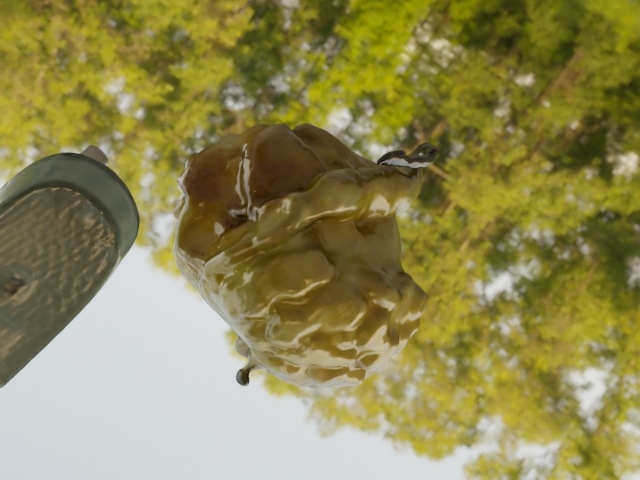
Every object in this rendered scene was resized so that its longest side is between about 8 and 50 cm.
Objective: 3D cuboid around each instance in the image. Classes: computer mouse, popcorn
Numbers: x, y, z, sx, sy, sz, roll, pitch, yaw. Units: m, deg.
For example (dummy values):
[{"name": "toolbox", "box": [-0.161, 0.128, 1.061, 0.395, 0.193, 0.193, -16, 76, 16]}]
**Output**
[{"name": "computer mouse", "box": [-0.260, 0.023, 1.040, 0.128, 0.231, 0.079, 48, -178, -16]}, {"name": "popcorn", "box": [0.000, 0.000, 1.452, 0.349, 0.382, 0.349, 49, 175, 6]}]

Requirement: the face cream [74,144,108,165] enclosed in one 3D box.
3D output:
[{"name": "face cream", "box": [-0.452, -0.003, 1.743, 0.145, 0.370, 0.145, 34, -149, -24]}]
